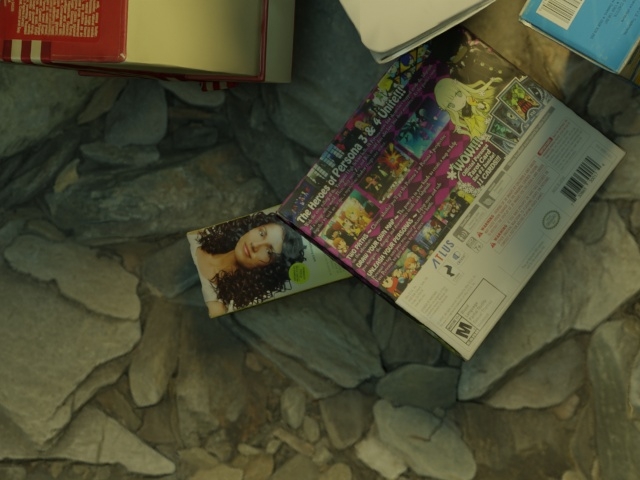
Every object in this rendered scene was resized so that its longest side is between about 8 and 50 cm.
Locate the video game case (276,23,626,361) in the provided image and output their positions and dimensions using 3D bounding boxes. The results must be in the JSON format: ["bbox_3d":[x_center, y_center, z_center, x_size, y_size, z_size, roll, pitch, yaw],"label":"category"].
[{"bbox_3d":[0.112,-0.048,1.424,0.210,0.042,0.232,37,84,0],"label":"video game case"}]

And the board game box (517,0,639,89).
[{"bbox_3d":[0.289,-0.271,1.281,0.086,0.302,0.308,32,101,13],"label":"board game box"}]

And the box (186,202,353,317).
[{"bbox_3d":[0.000,0.000,1.503,0.232,0.058,0.087,-18,86,16],"label":"box"}]

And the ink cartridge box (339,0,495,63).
[{"bbox_3d":[0.058,-0.283,1.336,0.117,0.278,0.201,-27,104,15],"label":"ink cartridge box"}]

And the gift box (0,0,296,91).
[{"bbox_3d":[-0.175,-0.267,1.450,0.276,0.258,0.255,12,98,36],"label":"gift box"}]
